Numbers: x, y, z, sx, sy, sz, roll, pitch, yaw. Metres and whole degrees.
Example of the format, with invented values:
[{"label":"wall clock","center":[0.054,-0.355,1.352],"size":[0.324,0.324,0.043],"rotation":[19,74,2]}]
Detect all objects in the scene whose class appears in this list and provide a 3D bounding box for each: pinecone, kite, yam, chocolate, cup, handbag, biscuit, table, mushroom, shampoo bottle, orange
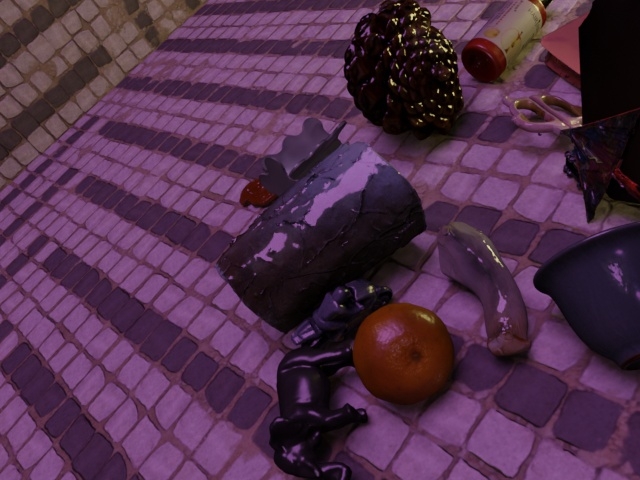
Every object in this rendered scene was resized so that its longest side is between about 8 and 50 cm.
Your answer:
[{"label":"pinecone","center":[0.173,-0.370,1.288],"size":[0.242,0.298,0.296],"rotation":[-26,26,5]},{"label":"kite","center":[0.438,-0.127,0.911],"size":[0.009,0.232,0.189],"rotation":[-11,45,-9]},{"label":"yam","center":[0.000,0.000,1.071],"size":[0.348,0.241,0.241],"rotation":[-39,39,1]},{"label":"chocolate","center":[0.584,-0.219,0.844],"size":[0.296,0.314,0.326],"rotation":[-8,9,-13]},{"label":"cup","center":[0.404,0.086,0.774],"size":[0.199,0.199,0.150],"rotation":[-22,59,15]},{"label":"handbag","center":[0.567,-0.387,1.202],"size":[0.157,0.059,0.213],"rotation":[-30,41,8]},{"label":"biscuit","center":[-0.143,-0.123,1.465],"size":[0.130,0.019,0.102],"rotation":[-2,49,34]},{"label":"table","center":[-0.019,-0.181,1.342],"size":[0.166,0.167,0.198],"rotation":[16,53,43]},{"label":"mushroom","center":[0.259,0.066,0.942],"size":[0.096,0.099,0.278],"rotation":[-33,42,11]},{"label":"shampoo bottle","center":[0.444,-0.493,1.357],"size":[0.278,0.104,0.104],"rotation":[-49,41,-15]},{"label":"orange","center":[0.124,0.171,0.896],"size":[0.155,0.154,0.134],"rotation":[-46,-1,-13]}]

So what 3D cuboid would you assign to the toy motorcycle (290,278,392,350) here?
[{"label":"toy motorcycle","center":[0.036,0.124,1.013],"size":[0.193,0.124,0.061],"rotation":[-34,53,-2]}]

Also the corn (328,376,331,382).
[{"label":"corn","center":[-0.021,0.247,1.007],"size":[0.083,0.027,0.028],"rotation":[-21,58,13]}]

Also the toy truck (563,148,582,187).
[{"label":"toy truck","center":[0.460,-0.129,1.037],"size":[0.044,0.039,0.083],"rotation":[-15,40,3]}]

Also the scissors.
[{"label":"scissors","center":[0.457,-0.199,1.080],"size":[0.160,0.024,0.318],"rotation":[-11,40,-12]}]

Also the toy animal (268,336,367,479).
[{"label":"toy animal","center":[-0.002,0.269,0.917],"size":[0.146,0.115,0.245],"rotation":[-14,38,10]}]
